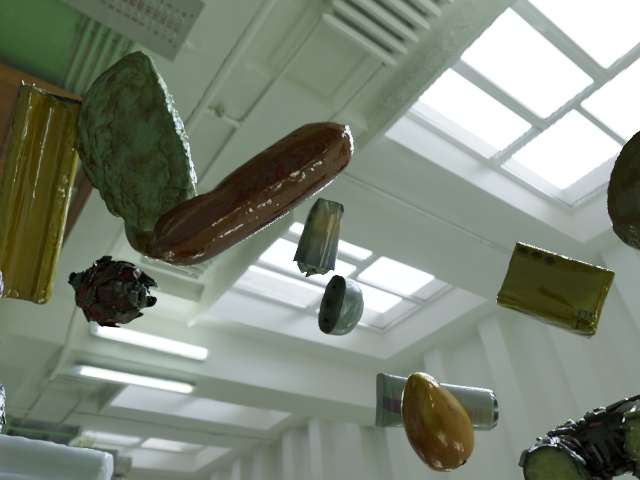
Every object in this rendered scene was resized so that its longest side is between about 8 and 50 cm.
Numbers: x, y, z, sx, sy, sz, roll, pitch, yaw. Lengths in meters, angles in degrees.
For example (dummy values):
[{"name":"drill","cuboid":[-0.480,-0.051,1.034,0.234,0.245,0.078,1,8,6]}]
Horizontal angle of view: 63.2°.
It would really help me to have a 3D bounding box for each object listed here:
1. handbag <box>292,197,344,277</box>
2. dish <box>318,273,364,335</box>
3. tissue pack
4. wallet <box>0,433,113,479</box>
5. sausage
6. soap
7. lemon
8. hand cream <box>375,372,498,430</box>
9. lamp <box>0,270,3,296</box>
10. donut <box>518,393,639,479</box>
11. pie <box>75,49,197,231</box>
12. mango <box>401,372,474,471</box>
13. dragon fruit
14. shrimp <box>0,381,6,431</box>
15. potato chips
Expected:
[{"name":"handbag","cuboid":[0.000,0.000,1.132,0.117,0.095,0.173,152,-46,-85]},{"name":"dish","cuboid":[0.091,0.260,2.033,0.256,0.117,0.257,-164,-90,-73]},{"name":"tissue pack","cuboid":[0.651,0.138,1.459,0.270,0.134,0.192,19,-100,20]},{"name":"wallet","cuboid":[-0.224,0.229,0.352,0.032,0.124,0.183,146,-42,-69]},{"name":"sausage","cuboid":[-0.079,-0.057,0.645,0.300,0.083,0.089,-36,-146,-18]},{"name":"soap","cuboid":[-0.452,-0.079,0.836,0.204,0.096,0.325,24,-79,62]},{"name":"lemon","cuboid":[-0.408,-0.056,1.366,0.260,0.204,0.204,-55,-148,35]},{"name":"hand cream","cuboid":[0.346,0.500,1.576,0.118,0.358,0.186,-56,146,-73]},{"name":"lamp","cuboid":[-0.437,0.050,0.624,0.101,0.101,0.090,-46,-148,35]},{"name":"donut","cuboid":[0.572,0.399,1.012,0.345,0.259,0.136,-38,-112,37]},{"name":"pie","cuboid":[-0.249,-0.128,0.717,0.201,0.090,0.248,-27,-99,33]},{"name":"mango","cuboid":[0.302,0.481,1.402,0.187,0.257,0.138,-40,-172,-19]},{"name":"dragon fruit","cuboid":[-0.512,0.129,1.284,0.188,0.182,0.183,17,-93,47]},{"name":"shrimp","cuboid":[-0.449,0.226,0.688,0.065,0.057,0.165,-45,-140,-6]},{"name":"potato chips","cuboid":[0.512,-0.070,0.747,0.208,0.195,0.062,-51,171,31]}]
